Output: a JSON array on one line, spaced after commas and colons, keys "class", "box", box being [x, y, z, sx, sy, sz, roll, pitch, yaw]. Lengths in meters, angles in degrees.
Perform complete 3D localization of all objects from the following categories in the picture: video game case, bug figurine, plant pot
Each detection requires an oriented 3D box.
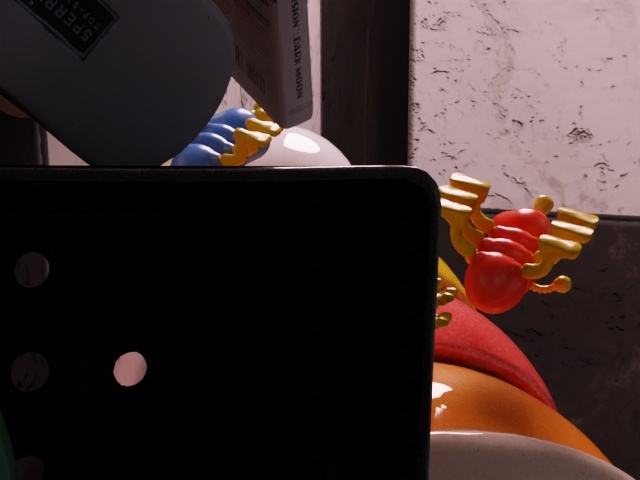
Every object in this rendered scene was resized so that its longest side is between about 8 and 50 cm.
[{"class": "video game case", "box": [-0.062, -0.171, 0.951, 0.190, 0.022, 0.173, 48, -27, 40]}, {"class": "bug figurine", "box": [0.000, 0.000, 1.103, 0.216, 0.279, 0.072, -43, 147, -50]}, {"class": "plant pot", "box": [-0.081, 0.059, 0.675, 0.167, 0.187, 0.188, -158, -111, -67]}]

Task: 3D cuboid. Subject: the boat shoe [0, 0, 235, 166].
[{"class": "boat shoe", "box": [-0.114, -0.114, 0.620, 0.096, 0.088, 0.267, -50, 148, -1]}]

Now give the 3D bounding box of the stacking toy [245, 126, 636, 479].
[{"class": "stacking toy", "box": [0.007, 0.104, 1.250, 0.480, 0.351, 0.350, -104, -172, -48]}]

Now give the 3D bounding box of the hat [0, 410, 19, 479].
[{"class": "hat", "box": [-0.188, 0.062, 0.490, 0.208, 0.184, 0.173, -18, 109, -38]}]

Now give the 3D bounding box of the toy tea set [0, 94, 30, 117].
[{"class": "toy tea set", "box": [-0.099, -0.186, 0.767, 0.200, 0.124, 0.336, -19, 137, -47]}]
